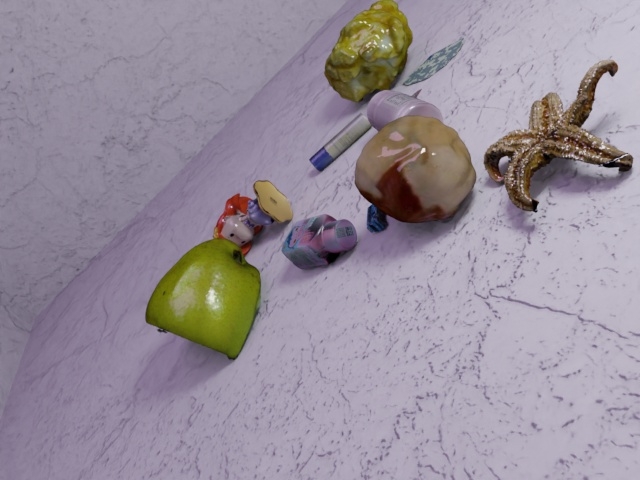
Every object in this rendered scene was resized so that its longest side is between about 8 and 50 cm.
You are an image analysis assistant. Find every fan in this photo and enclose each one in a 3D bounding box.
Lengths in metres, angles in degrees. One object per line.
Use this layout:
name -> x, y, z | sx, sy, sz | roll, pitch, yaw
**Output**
fan -> 0.367, -0.575, 1.703 | 0.240, 0.009, 0.131 | -32, 32, 25

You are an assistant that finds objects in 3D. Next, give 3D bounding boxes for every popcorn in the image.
popcorn -> 0.154, -0.657, 1.809 | 0.334, 0.294, 0.292 | -31, 61, 28

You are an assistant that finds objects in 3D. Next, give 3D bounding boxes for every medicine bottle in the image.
medicine bottle -> 0.228, -0.339, 1.455 | 0.133, 0.133, 0.249 | -44, 28, 4
medicine bottle -> 0.000, 0.000, 1.358 | 0.188, 0.094, 0.119 | -13, 41, 46
medicine bottle -> 0.065, -0.325, 1.731 | 0.231, 0.059, 0.059 | -40, 29, 10

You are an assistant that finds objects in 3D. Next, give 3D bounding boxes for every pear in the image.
pear -> -0.321, 0.138, 1.469 | 0.342, 0.238, 0.318 | 1, 61, 54

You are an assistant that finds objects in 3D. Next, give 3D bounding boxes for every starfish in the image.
starfish -> 0.454, -0.196, 0.998 | 0.312, 0.113, 0.303 | -51, 25, 9

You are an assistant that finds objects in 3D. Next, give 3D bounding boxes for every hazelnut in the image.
hazelnut -> 0.213, -0.154, 1.172 | 0.261, 0.241, 0.261 | -9, 61, 17

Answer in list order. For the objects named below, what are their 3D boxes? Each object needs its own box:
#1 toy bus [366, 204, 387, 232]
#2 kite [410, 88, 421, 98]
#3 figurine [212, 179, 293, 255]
toy bus -> 0.139, -0.058, 1.306 | 0.046, 0.038, 0.083 | -34, 28, 30
kite -> 0.266, -0.443, 1.672 | 0.137, 0.005, 0.152 | -34, 30, 17
figurine -> -0.234, -0.072, 1.709 | 0.257, 0.181, 0.208 | -32, 71, 28
